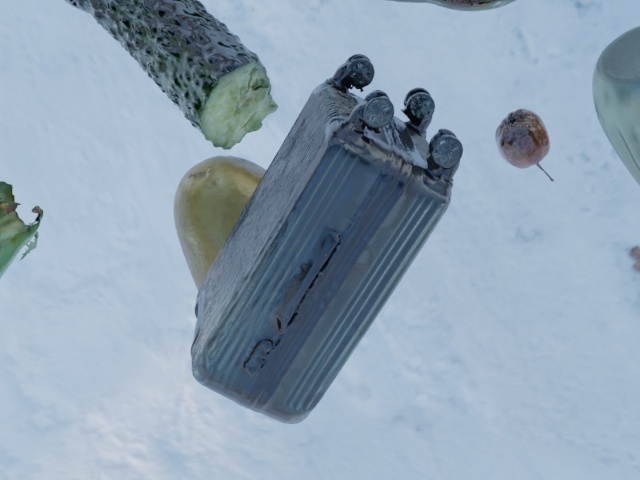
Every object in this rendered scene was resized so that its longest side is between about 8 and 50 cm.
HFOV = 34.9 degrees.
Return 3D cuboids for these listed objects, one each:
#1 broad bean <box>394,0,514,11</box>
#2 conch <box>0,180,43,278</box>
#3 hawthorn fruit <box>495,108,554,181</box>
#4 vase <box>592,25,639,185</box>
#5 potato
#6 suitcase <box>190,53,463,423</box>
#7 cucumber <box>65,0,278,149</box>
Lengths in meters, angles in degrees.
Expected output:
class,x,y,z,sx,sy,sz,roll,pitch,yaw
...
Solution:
class,x,y,z,sx,sy,sz,roll,pitch,yaw
broad bean,0.133,-0.329,1.276,0.338,0.061,0.077,10,61,13
conch,-0.263,0.002,0.707,0.079,0.106,0.170,0,33,28
hawthorn fruit,0.258,-0.112,1.260,0.066,0.066,0.103,-42,121,-8
vase,0.373,-0.106,1.069,0.128,0.248,0.128,-21,39,19
potato,-0.106,-0.032,1.269,0.178,0.203,0.158,-35,109,-18
suitcase,0.000,0.000,0.925,0.128,0.202,0.312,28,107,-15
cucumber,-0.093,-0.122,0.584,0.058,0.058,0.187,-39,55,-7
